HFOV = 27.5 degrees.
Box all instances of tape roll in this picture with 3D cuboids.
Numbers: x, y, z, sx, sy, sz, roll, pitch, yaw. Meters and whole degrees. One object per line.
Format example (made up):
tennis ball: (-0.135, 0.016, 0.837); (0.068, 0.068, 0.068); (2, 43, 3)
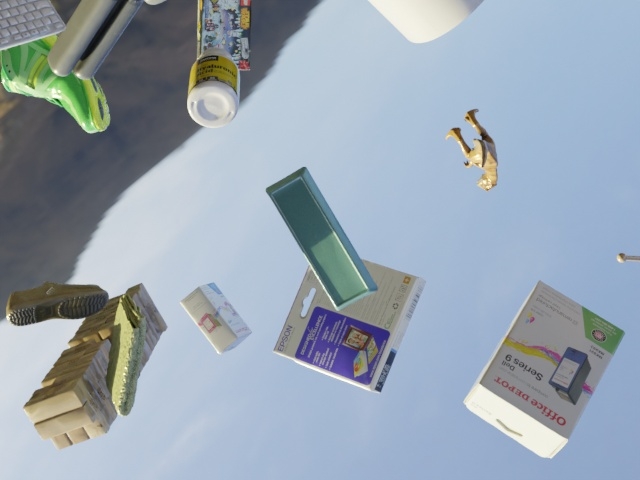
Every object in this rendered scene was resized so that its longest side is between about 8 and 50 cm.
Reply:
tape roll: (0.183, -0.485, 2.248); (0.246, 0.169, 0.246); (-37, -152, 24)

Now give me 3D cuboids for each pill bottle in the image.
pill bottle: (-0.135, -0.198, 1.660); (0.065, 0.065, 0.116); (-34, -150, 19)

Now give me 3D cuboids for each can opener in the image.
can opener: (-0.264, -0.308, 1.708); (0.074, 0.093, 0.280); (6, 141, -44)

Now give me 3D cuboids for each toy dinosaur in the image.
toy dinosaur: (0.234, -0.134, 1.890); (0.064, 0.112, 0.211); (-37, 161, 2)

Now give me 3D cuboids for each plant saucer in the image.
plant saucer: (0.000, 0.000, 1.727); (0.067, 0.192, 0.018); (-29, -175, 19)

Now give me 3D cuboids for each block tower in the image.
block tower: (-0.332, 0.187, 1.966); (0.097, 0.091, 0.335); (-20, -161, 19)

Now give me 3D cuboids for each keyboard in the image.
keyboard: (-0.399, -0.227, 1.418); (0.256, 0.072, 0.014); (-26, 173, -38)

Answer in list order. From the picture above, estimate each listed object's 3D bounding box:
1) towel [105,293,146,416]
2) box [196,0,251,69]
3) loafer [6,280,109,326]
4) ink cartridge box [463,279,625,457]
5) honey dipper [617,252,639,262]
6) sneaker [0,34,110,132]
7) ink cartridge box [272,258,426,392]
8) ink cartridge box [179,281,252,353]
towel: (-0.265, 0.156, 1.784); (0.110, 0.027, 0.148); (-133, -128, -63)
box: (-0.170, -0.372, 2.317); (0.094, 0.137, 0.027); (-2, -171, -24)
loafer: (-0.372, 0.081, 1.842); (0.148, 0.050, 0.056); (-6, 139, -26)
ink cartridge box: (0.333, 0.191, 1.944); (0.212, 0.154, 0.093); (-54, 172, -27)
honey dipper: (0.613, 0.036, 2.436); (0.160, 0.030, 0.030); (1, 171, -32)
sneaker: (-0.450, -0.267, 2.140); (0.123, 0.295, 0.109); (-41, 158, -6)
ink cartridge box: (0.047, 0.129, 2.197); (0.208, 0.045, 0.206); (18, -99, 31)
ink cartridge box: (-0.190, 0.142, 2.398); (0.052, 0.122, 0.088); (-39, 174, 14)
